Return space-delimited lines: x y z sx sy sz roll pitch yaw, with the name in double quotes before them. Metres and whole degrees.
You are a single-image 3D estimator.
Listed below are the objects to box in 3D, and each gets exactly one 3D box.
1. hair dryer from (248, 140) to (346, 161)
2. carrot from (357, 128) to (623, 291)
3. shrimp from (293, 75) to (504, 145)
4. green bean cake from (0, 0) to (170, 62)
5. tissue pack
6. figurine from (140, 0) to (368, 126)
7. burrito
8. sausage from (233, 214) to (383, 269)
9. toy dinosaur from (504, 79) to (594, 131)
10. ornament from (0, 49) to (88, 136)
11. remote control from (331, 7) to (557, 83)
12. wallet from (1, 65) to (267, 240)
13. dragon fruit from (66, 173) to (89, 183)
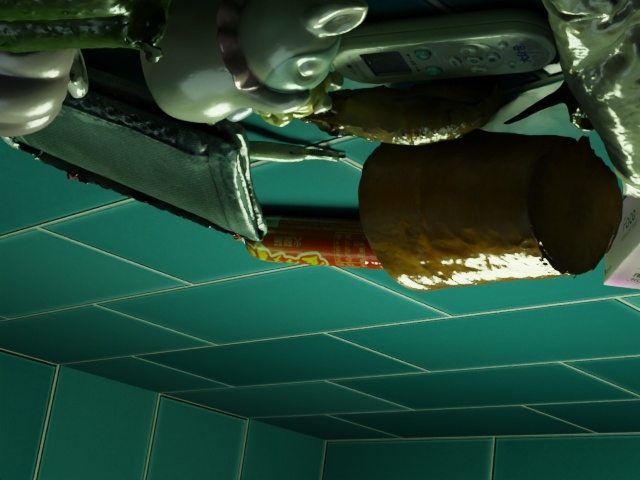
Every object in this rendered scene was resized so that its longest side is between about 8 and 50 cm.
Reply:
"hair dryer" -0.093 -0.107 1.412 0.199 0.067 0.167 2 177 -34
"carrot" 0.184 -0.043 1.190 0.196 0.196 0.254 21 166 -35
"shrimp" 0.065 -0.133 1.164 0.262 0.066 0.117 10 -149 36
"green bean cake" -0.171 -0.257 0.653 0.156 0.247 0.250 3 161 12
"tissue pack" 0.439 -0.015 1.365 0.148 0.092 0.246 7 161 0
"figurine" -0.038 -0.173 1.040 0.235 0.127 0.155 -5 134 28
"burrito" 0.285 -0.143 1.020 0.117 0.076 0.392 -14 146 21
"sausage" 0.000 0.000 1.629 0.264 0.083 0.083 4 161 16
"toy dinosaur" 0.249 -0.154 1.116 0.162 0.039 0.126 -6 152 18
"ornament" -0.286 -0.183 1.045 0.177 0.177 0.177 7 162 2
"remote control" 0.113 -0.184 1.078 0.221 0.042 0.078 0 161 25
"wallet" -0.224 -0.117 1.283 0.342 0.075 0.237 20 157 13
"dragon fruit" -0.295 -0.092 1.483 0.131 0.063 0.097 -4 158 31
